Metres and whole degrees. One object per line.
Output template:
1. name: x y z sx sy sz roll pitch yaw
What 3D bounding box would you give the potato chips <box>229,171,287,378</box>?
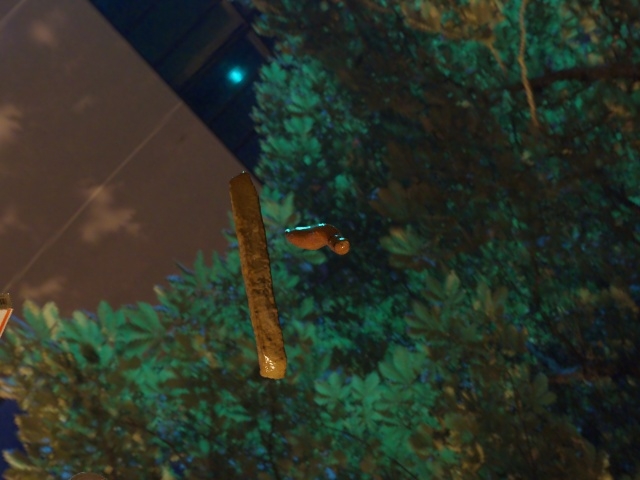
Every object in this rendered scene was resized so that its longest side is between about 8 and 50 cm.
1. potato chips: -0.120 0.068 1.743 0.057 0.406 0.080 -10 179 -14

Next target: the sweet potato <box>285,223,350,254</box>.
1. sweet potato: 0.001 -0.005 1.290 0.044 0.044 0.179 -56 -152 -15

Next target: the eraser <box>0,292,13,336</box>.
1. eraser: -0.603 0.143 1.399 0.157 0.230 0.038 -51 -126 42

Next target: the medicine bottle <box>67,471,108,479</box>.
1. medicine bottle: -0.428 0.471 1.401 0.296 0.161 0.111 -40 -101 27
